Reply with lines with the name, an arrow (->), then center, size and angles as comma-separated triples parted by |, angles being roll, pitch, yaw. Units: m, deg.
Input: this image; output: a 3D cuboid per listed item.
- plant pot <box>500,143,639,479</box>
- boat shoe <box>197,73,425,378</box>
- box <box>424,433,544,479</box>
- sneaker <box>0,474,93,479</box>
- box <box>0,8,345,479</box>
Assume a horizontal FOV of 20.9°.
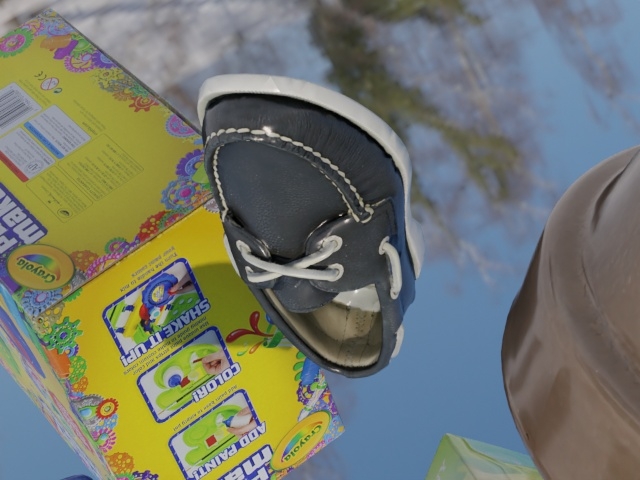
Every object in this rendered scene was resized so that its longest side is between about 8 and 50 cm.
plant pot -> 0.213, -0.016, 0.580 | 0.263, 0.229, 0.263 | 8, -145, -6
boat shoe -> 0.000, 0.000, 1.004 | 0.114, 0.302, 0.091 | 5, -110, 21
box -> 0.193, 0.202, 0.821 | 0.322, 0.232, 0.058 | -131, -119, -70
sneaker -> -0.247, 0.108, 0.868 | 0.131, 0.296, 0.112 | -60, -174, -20
box -> -0.158, 0.029, 1.302 | 0.177, 0.279, 0.290 | -35, -136, -15
